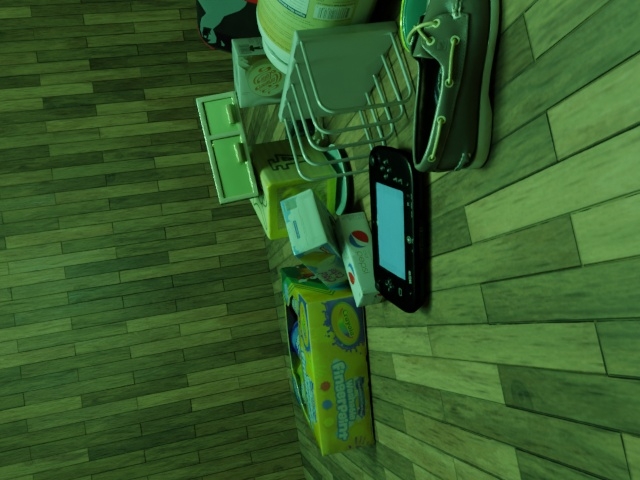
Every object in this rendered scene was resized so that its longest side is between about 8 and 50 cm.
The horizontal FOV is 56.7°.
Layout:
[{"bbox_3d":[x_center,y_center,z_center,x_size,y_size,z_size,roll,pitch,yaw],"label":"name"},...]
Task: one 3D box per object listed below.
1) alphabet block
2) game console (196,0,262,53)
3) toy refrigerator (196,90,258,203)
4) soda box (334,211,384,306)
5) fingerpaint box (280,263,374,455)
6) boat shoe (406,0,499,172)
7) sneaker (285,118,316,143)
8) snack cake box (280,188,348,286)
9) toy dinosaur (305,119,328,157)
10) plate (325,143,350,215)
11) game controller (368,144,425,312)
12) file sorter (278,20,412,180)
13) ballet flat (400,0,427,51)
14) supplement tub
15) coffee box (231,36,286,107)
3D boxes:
[{"bbox_3d":[-0.082,-0.146,1.610,0.197,0.193,0.192,-119,22,-43],"label":"alphabet block"},{"bbox_3d":[-0.164,-0.634,1.553,0.060,0.386,0.342,-50,-26,-46],"label":"game console"},{"bbox_3d":[-0.237,-0.233,1.518,0.094,0.102,0.270,-175,73,-81],"label":"toy refrigerator"},{"bbox_3d":[0.095,0.043,1.399,0.074,0.069,0.216,103,155,-59],"label":"soda box"},{"bbox_3d":[0.008,0.323,1.733,0.371,0.163,0.445,-140,42,-70],"label":"fingerpaint box"},{"bbox_3d":[0.174,-0.254,0.819,0.116,0.096,0.324,-130,34,-66],"label":"boat shoe"},{"bbox_3d":[-0.061,-0.344,1.776,0.130,0.109,0.286,-111,22,-75],"label":"sneaker"},{"bbox_3d":[0.000,0.000,1.497,0.264,0.089,0.152,48,-158,-61],"label":"snack cake box"},{"bbox_3d":[-0.005,-0.290,1.681,0.092,0.053,0.183,-11,96,62],"label":"toy dinosaur"},{"bbox_3d":[0.048,-0.160,1.561,0.188,0.024,0.188,172,90,-77],"label":"plate"},{"bbox_3d":[0.147,-0.022,1.148,0.166,0.067,0.319,-132,35,-67],"label":"game controller"},{"bbox_3d":[0.044,-0.260,1.161,0.278,0.192,0.173,115,141,-67],"label":"file sorter"},{"bbox_3d":[0.161,-0.394,0.872,0.077,0.077,0.231,-78,-9,-62],"label":"ballet flat"},{"bbox_3d":[-0.003,-0.476,1.133,0.316,0.228,0.228,119,140,-68],"label":"supplement tub"},{"bbox_3d":[-0.089,-0.426,1.480,0.098,0.246,0.141,-111,18,-44],"label":"coffee box"}]
